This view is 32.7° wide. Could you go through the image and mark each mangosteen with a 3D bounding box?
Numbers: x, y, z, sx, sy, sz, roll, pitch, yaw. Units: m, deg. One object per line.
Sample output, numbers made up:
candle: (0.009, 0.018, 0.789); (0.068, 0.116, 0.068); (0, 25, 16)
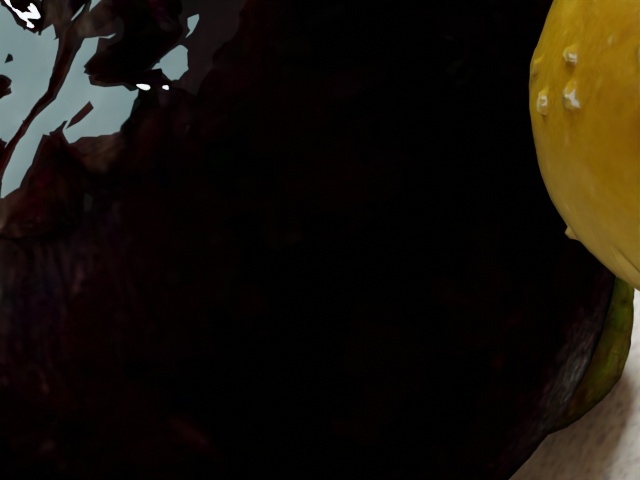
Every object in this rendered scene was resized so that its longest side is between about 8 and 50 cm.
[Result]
mangosteen: (-0.012, -0.001, 0.593); (0.382, 0.435, 0.382); (-9, 69, 25)

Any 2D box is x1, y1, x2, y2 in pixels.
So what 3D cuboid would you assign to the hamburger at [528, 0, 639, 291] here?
hamburger: (0.211, -0.082, 0.335); (0.314, 0.170, 0.290); (-9, 43, 43)
